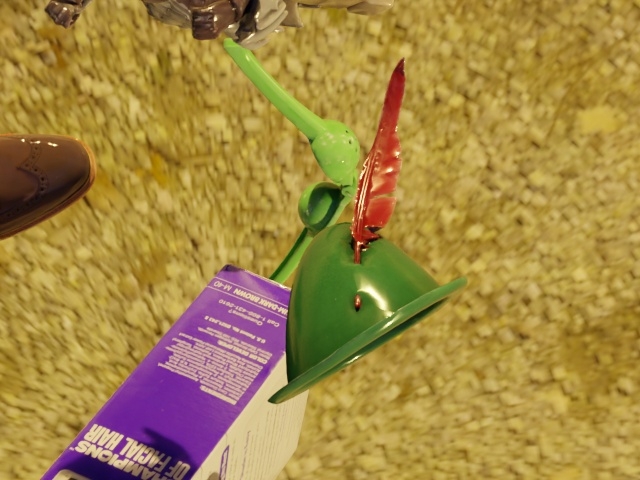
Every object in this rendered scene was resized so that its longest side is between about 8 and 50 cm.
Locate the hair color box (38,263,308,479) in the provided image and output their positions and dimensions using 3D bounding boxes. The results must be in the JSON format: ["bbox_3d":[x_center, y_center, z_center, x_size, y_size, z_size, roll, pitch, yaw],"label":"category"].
[{"bbox_3d":[-0.122,0.192,1.384,0.110,0.185,0.339,22,39,13],"label":"hair color box"}]

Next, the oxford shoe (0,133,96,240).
[{"bbox_3d":[-0.329,-0.046,1.497,0.271,0.098,0.097,-14,81,-15],"label":"oxford shoe"}]

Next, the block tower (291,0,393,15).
[{"bbox_3d":[-0.108,-0.184,0.815,0.335,0.097,0.091,6,86,-22],"label":"block tower"}]

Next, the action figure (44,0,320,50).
[{"bbox_3d":[-0.121,-0.174,1.052,0.185,0.285,0.099,2,77,38],"label":"action figure"}]

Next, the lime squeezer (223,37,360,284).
[{"bbox_3d":[-0.019,-0.046,1.489,0.110,0.310,0.059,-12,44,-11],"label":"lime squeezer"}]

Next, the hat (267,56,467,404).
[{"bbox_3d":[0.000,0.000,1.302,0.208,0.173,0.183,-25,80,-48],"label":"hat"}]
